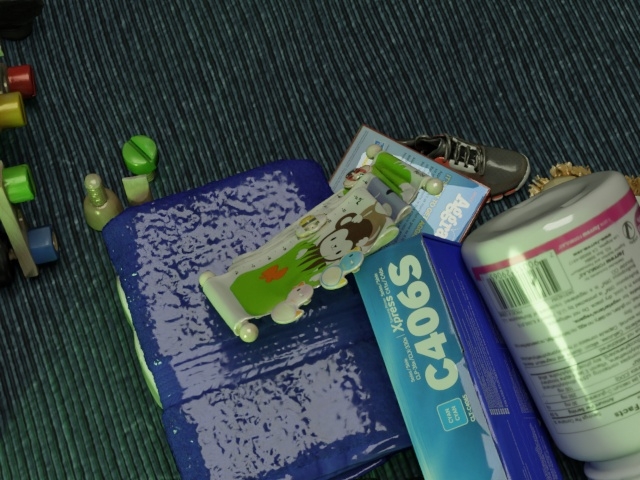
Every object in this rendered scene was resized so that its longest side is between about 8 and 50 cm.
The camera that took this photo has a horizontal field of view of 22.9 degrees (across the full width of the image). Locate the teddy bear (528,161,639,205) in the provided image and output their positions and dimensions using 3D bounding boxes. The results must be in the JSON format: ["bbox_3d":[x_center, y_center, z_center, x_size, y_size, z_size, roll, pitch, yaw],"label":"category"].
[{"bbox_3d":[0.367,-0.006,1.534,0.338,0.113,0.245,-23,60,-1],"label":"teddy bear"}]

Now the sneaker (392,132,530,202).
[{"bbox_3d":[0.132,-0.077,1.579,0.158,0.065,0.061,0,65,2],"label":"sneaker"}]

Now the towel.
[{"bbox_3d":[-0.055,0.090,1.467,0.228,0.076,0.308,-17,73,-11],"label":"towel"}]

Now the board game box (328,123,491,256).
[{"bbox_3d":[0.035,0.040,1.520,0.145,0.027,0.281,28,81,14],"label":"board game box"}]

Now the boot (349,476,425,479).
[{"bbox_3d":[0.025,0.321,1.385,0.247,0.094,0.207,-10,69,-10],"label":"boot"}]

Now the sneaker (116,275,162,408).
[{"bbox_3d":[-0.151,0.093,1.517,0.061,0.053,0.152,-15,66,-8],"label":"sneaker"}]

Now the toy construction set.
[{"bbox_3d":[-0.304,-0.095,1.504,0.309,0.237,0.257,13,67,7],"label":"toy construction set"}]

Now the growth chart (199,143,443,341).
[{"bbox_3d":[0.000,0.000,1.392,0.237,0.021,0.172,-37,26,-14],"label":"growth chart"}]

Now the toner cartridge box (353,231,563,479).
[{"bbox_3d":[0.141,0.172,1.376,0.075,0.165,0.347,-24,76,20],"label":"toner cartridge box"}]

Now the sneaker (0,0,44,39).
[{"bbox_3d":[-0.363,-0.256,1.658,0.170,0.089,0.051,12,67,6],"label":"sneaker"}]

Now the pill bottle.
[{"bbox_3d":[0.254,0.095,1.400,0.160,0.160,0.283,-28,97,-11],"label":"pill bottle"}]
